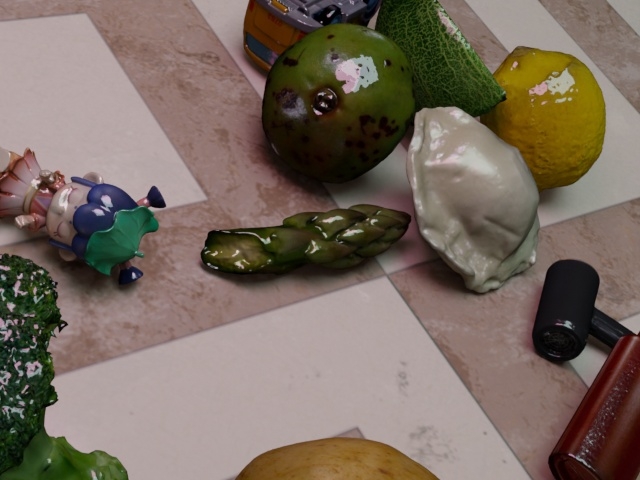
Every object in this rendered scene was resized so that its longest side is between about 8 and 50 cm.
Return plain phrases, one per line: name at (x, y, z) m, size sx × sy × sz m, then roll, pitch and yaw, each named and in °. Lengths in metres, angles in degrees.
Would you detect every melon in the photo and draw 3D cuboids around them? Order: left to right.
melon at (0.127, -0.260, 1.573) m, size 0.169 × 0.129 × 0.265 m, roll 52°, pitch 8°, yaw -29°

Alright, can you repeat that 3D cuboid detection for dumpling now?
dumpling at (0.181, -0.047, 1.457) m, size 0.193 × 0.147 × 0.258 m, roll -45°, pitch 110°, yaw -37°

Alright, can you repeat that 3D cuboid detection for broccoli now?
broccoli at (-0.294, 0.156, 0.966) m, size 0.297 × 0.297 × 0.297 m, roll 38°, pitch 33°, yaw -41°

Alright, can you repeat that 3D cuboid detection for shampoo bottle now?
shampoo bottle at (0.358, 0.189, 1.352) m, size 0.102 × 0.064 × 0.260 m, roll 46°, pitch 55°, yaw -8°

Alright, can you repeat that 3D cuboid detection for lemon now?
lemon at (0.305, -0.165, 1.597) m, size 0.181 × 0.180 × 0.193 m, roll 3°, pitch 84°, yaw -26°

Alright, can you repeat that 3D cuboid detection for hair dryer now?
hair dryer at (0.382, 0.137, 1.460) m, size 0.255 × 0.070 × 0.128 m, roll 33°, pitch 44°, yaw -4°

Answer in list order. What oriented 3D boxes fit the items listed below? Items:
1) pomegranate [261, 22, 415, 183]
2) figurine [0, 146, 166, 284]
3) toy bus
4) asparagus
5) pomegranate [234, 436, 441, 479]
pomegranate at (0.029, -0.177, 1.480) m, size 0.202 × 0.202 × 0.248 m, roll 39°, pitch 13°, yaw 9°
figurine at (-0.262, -0.038, 1.229) m, size 0.195 × 0.111 × 0.102 m, roll 28°, pitch 4°, yaw 5°
toy bus at (-0.013, -0.304, 1.588) m, size 0.126 × 0.136 × 0.209 m, roll 36°, pitch 43°, yaw 15°
asparagus at (0.000, 0.000, 1.366) m, size 0.287 × 0.080 × 0.080 m, roll -12°, pitch 57°, yaw -36°
pomegranate at (0.025, 0.289, 0.999) m, size 0.260 × 0.260 × 0.260 m, roll 15°, pitch 45°, yaw -16°
